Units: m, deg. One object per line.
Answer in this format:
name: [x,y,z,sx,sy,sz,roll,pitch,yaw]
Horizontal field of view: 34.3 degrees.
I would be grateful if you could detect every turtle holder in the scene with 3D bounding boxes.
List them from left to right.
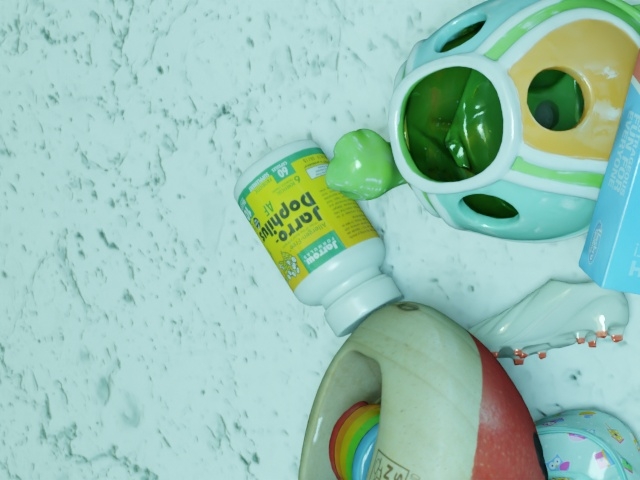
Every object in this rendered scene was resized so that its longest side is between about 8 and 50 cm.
turtle holder: [0.161,-0.121,0.974,0.320,0.227,0.243,24,115,39]

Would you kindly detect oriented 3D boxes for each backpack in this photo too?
backpack: [0.252,0.269,1.033,0.166,0.144,0.188,-22,79,39]

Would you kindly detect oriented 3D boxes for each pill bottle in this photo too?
pill bottle: [0.000,0.000,1.171,0.117,0.118,0.208,-40,75,31]

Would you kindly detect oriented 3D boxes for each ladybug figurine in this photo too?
ladybug figurine: [0.094,0.219,1.009,0.162,0.449,0.305,16,90,-10]

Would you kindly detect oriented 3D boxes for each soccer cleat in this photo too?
soccer cleat: [0.225,0.081,1.073,0.196,0.068,0.076,-18,64,37]

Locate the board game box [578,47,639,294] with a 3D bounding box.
board game box: [0.395,-0.054,0.833,0.317,0.064,0.242,10,105,-6]
